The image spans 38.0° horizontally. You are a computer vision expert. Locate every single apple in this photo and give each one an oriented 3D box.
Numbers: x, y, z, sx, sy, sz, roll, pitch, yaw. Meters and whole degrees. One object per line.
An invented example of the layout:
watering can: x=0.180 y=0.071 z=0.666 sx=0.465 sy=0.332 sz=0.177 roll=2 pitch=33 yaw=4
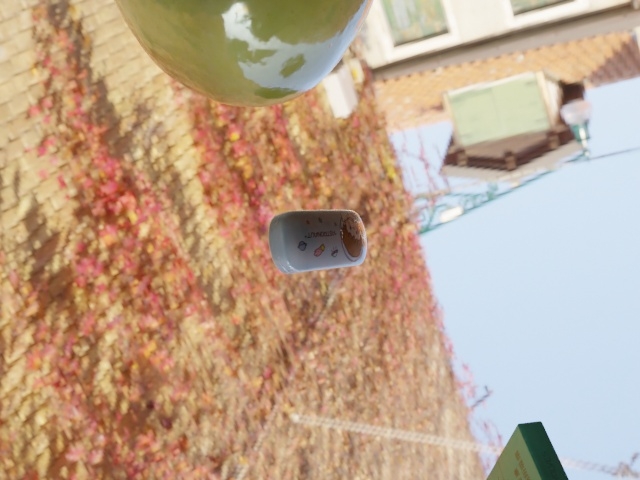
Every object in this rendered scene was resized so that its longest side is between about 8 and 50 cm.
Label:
apple: x=-0.068 y=-0.253 z=0.828 sx=0.263 sy=0.262 sz=0.262 roll=-17 pitch=-157 yaw=7

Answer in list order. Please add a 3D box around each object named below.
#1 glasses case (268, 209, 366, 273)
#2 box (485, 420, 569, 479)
glasses case: x=0.000 y=0.000 z=1.054 sx=0.045 sy=0.067 sz=0.178 roll=-9 pitch=177 yaw=31
box: x=0.258 y=0.360 z=1.180 sx=0.042 sy=0.226 sz=0.160 roll=-2 pitch=-133 yaw=-17
